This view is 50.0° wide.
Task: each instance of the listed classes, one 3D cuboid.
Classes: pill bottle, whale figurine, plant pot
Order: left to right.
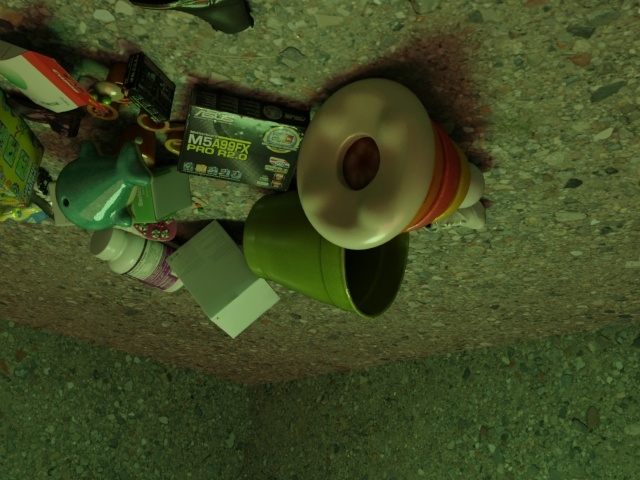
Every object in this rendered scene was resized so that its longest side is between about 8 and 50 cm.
[{"bbox_3d":[-0.492,-0.122,1.541,0.272,0.216,0.141,-22,-176,40],"label":"whale figurine"},{"bbox_3d":[-0.572,0.044,2.194,0.169,0.169,0.301,-15,148,39],"label":"pill bottle"},{"bbox_3d":[0.000,0.000,1.818,0.353,0.367,0.366,6,159,32],"label":"plant pot"}]

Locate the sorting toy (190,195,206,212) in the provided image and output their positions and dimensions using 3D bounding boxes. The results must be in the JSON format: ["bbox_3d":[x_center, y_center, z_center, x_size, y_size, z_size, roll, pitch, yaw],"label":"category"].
[{"bbox_3d":[-0.365,-0.103,2.013,0.062,0.012,0.083,-12,150,34],"label":"sorting toy"}]

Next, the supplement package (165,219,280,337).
[{"bbox_3d":[-0.297,0.120,2.115,0.199,0.263,0.198,-40,153,-6],"label":"supplement package"}]

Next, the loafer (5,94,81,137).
[{"bbox_3d":[-0.639,-0.302,1.595,0.170,0.062,0.061,22,113,-19],"label":"loafer"}]

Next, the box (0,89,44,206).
[{"bbox_3d":[-0.873,-0.227,1.651,0.289,0.177,0.279,4,157,3],"label":"box"}]

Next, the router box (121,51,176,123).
[{"bbox_3d":[-0.358,-0.318,1.438,0.038,0.092,0.122,-7,153,24],"label":"router box"}]

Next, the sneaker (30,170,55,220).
[{"bbox_3d":[-0.806,-0.127,1.985,0.106,0.078,0.234,6,152,6],"label":"sneaker"}]

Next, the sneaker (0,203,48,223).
[{"bbox_3d":[-0.934,-0.084,2.086,0.240,0.091,0.126,-1,156,13],"label":"sneaker"}]

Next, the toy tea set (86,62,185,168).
[{"bbox_3d":[-0.425,-0.253,1.556,0.200,0.124,0.336,-3,154,19],"label":"toy tea set"}]

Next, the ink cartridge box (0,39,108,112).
[{"bbox_3d":[-0.570,-0.324,1.410,0.224,0.056,0.181,26,167,31],"label":"ink cartridge box"}]

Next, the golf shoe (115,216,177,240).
[{"bbox_3d":[-0.570,-0.080,2.020,0.306,0.115,0.140,27,162,-33],"label":"golf shoe"}]

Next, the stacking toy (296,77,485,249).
[{"bbox_3d":[0.215,-0.137,1.538,0.350,0.351,0.480,-17,163,40],"label":"stacking toy"}]

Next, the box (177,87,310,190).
[{"bbox_3d":[-0.179,-0.224,1.572,0.270,0.060,0.216,9,141,-15],"label":"box"}]

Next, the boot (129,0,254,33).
[{"bbox_3d":[-0.226,-0.412,1.230,0.197,0.077,0.137,1,161,13],"label":"boot"}]

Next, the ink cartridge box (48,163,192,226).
[{"bbox_3d":[-0.508,-0.118,1.761,0.289,0.122,0.211,-2,-166,15],"label":"ink cartridge box"}]

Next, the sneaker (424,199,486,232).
[{"bbox_3d":[0.312,-0.073,1.793,0.297,0.129,0.111,17,151,-27],"label":"sneaker"}]
